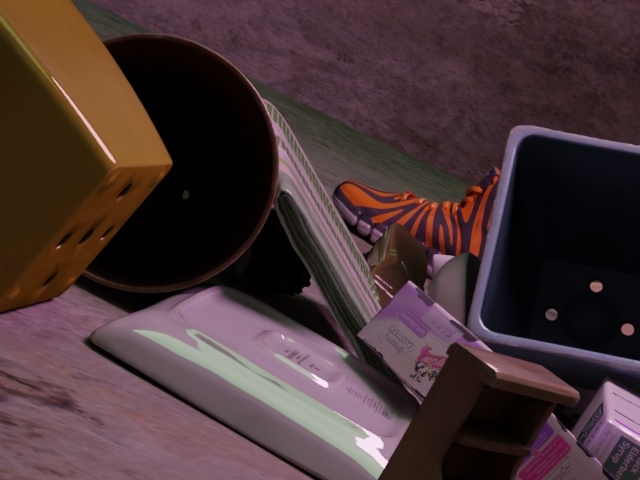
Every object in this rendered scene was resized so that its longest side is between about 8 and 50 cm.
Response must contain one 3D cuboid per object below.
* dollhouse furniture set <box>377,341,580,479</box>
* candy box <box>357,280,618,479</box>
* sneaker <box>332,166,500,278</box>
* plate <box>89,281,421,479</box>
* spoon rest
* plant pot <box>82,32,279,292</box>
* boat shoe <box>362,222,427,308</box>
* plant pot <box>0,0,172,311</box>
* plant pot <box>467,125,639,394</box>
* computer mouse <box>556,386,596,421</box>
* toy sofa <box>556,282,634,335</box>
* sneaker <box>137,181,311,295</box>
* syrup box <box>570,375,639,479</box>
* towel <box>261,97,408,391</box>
[{"bbox_3d":[0.153,0.198,1.013,0.242,0.161,0.212,36,12,38],"label":"dollhouse furniture set"},{"bbox_3d":[0.143,0.143,1.394,0.196,0.070,0.165,45,-1,-34],"label":"candy box"},{"bbox_3d":[0.181,-0.041,2.325,0.321,0.180,0.124,32,10,18],"label":"sneaker"},{"bbox_3d":[-0.024,0.112,1.320,0.278,0.045,0.277,30,9,6],"label":"plate"},{"bbox_3d":[0.165,0.067,1.848,0.084,0.137,0.276,-2,12,4],"label":"spoon rest"},{"bbox_3d":[-0.152,-0.058,1.458,0.215,0.215,0.230,28,-5,-3],"label":"plant pot"},{"bbox_3d":[0.068,0.060,1.795,0.080,0.073,0.223,42,26,-12],"label":"boat shoe"},{"bbox_3d":[-0.238,-0.064,1.201,0.187,0.212,0.212,44,11,7],"label":"plant pot"},{"bbox_3d":[0.304,0.051,1.800,0.248,0.247,0.252,11,-19,9],"label":"plant pot"},{"bbox_3d":[0.308,0.190,1.885,0.106,0.042,0.193,22,11,-29],"label":"computer mouse"},{"bbox_3d":[0.430,0.146,2.265,0.150,0.177,0.362,6,1,20],"label":"toy sofa"},{"bbox_3d":[-0.106,-0.016,1.657,0.237,0.085,0.086,28,1,-26],"label":"sneaker"},{"bbox_3d":[0.290,0.209,1.567,0.096,0.093,0.237,31,9,7],"label":"syrup box"},{"bbox_3d":[0.000,0.000,1.562,0.248,0.038,0.325,61,5,-22],"label":"towel"}]
